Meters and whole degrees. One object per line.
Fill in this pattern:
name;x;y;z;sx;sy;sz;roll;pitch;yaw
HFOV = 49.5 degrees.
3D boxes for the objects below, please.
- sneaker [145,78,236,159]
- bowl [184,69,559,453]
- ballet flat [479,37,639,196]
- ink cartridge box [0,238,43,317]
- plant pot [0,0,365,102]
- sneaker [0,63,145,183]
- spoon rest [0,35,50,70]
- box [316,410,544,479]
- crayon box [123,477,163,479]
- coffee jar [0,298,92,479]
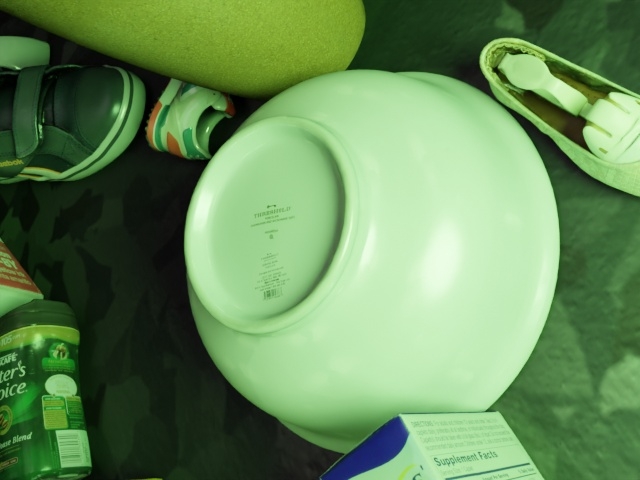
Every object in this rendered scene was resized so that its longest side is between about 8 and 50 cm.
sneaker;-0.105;-0.152;0.665;0.075;0.057;0.161;22;91;22
bowl;0.000;0.000;0.490;0.297;0.134;0.298;-11;72;35
ballet flat;0.164;-0.079;0.435;0.168;0.052;0.057;41;103;36
ink cartridge box;-0.552;0.016;0.791;0.279;0.160;0.385;-45;72;3
plant pot;-0.084;-0.216;0.520;0.237;0.254;0.237;-18;60;34
sneaker;-0.345;-0.133;0.790;0.321;0.127;0.126;-10;72;34
spoon rest;-0.481;-0.211;0.937;0.276;0.084;0.137;-14;70;33
box;0.085;0.172;0.387;0.072;0.126;0.137;-44;56;22
crayon box;-0.220;0.326;0.426;0.106;0.363;0.313;-39;58;23
coffee jar;-0.288;0.156;0.701;0.096;0.079;0.184;-29;62;28
